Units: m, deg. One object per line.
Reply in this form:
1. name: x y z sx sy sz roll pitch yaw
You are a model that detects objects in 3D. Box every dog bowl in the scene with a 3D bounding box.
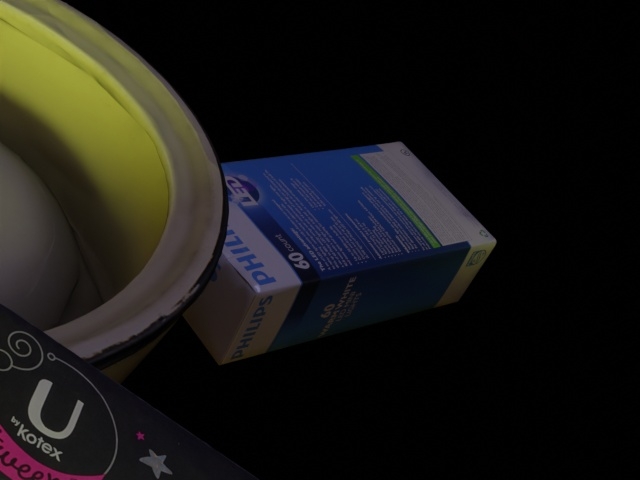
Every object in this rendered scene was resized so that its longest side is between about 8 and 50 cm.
1. dog bowl: -0.269 -0.019 0.670 0.408 0.150 0.408 18 35 -13

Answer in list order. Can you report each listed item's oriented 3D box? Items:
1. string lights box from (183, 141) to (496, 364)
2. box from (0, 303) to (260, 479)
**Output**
1. string lights box: 0.000 0.000 0.892 0.260 0.076 0.133 -11 50 -42
2. box: -0.097 0.175 0.479 0.247 0.163 0.142 38 32 -17
